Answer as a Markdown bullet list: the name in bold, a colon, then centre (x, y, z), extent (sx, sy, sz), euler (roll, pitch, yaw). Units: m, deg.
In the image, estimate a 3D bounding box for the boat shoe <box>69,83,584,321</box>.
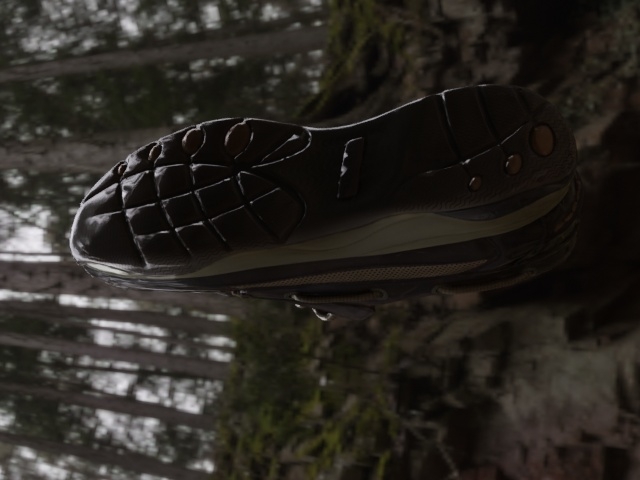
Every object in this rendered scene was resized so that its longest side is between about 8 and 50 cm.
- **boat shoe**: centre (0.000, 0.000, 0.865), extent (0.130, 0.355, 0.132), euler (61, -146, -41)
